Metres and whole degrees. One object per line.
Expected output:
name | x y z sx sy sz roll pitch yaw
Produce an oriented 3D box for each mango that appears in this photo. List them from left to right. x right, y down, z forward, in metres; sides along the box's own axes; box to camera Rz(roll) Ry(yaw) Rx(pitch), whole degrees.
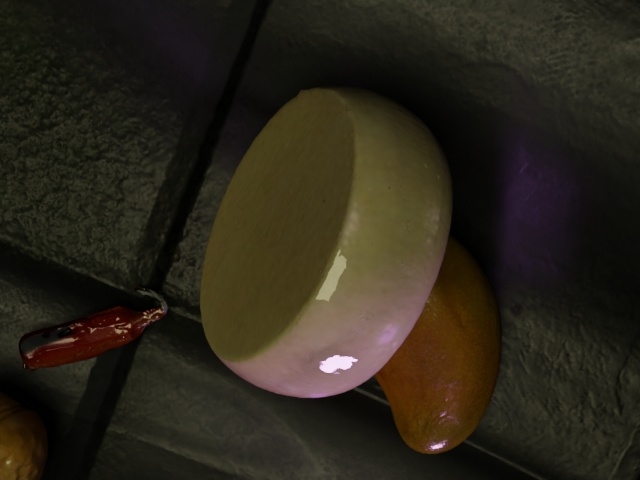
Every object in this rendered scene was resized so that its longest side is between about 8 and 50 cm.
mango | 0.097 0.087 1.252 0.136 0.099 0.227 -9 108 10

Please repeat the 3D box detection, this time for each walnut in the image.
walnut | -0.355 0.226 1.354 0.144 0.144 0.180 34 67 4

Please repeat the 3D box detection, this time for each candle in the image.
candle | -0.220 0.087 1.357 0.162 0.048 0.053 -18 132 16

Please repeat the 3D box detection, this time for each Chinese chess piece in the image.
Chinese chess piece | 0.000 0.000 1.170 0.102 0.273 0.273 22 110 -27
